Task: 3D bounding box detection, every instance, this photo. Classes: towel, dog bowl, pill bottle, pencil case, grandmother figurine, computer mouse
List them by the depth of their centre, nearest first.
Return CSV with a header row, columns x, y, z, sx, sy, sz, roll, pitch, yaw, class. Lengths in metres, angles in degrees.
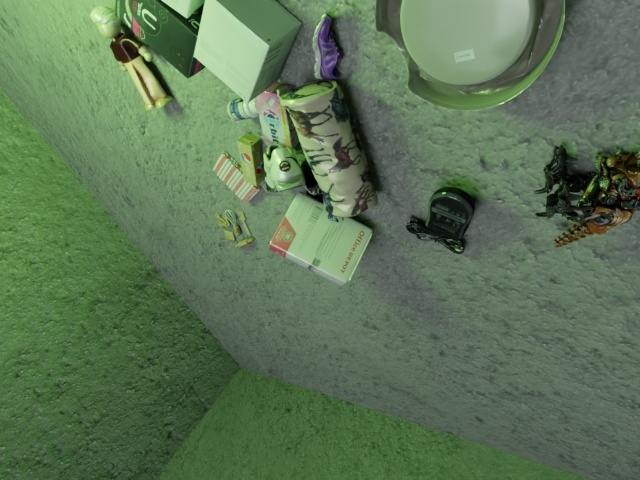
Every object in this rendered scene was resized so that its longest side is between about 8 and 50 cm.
x,y,z,sx,sy,sz,roll,pitch,yaw,class
0.282,-0.430,0.822,0.349,0.102,0.348,25,144,20,dog bowl
0.354,-0.074,1.210,0.189,0.072,0.272,27,157,13,computer mouse
0.025,-0.252,1.214,0.184,0.159,0.410,-5,129,25,pencil case
-0.228,-0.414,1.340,0.120,0.067,0.067,4,133,40,pill bottle
-0.641,-0.617,1.459,0.208,0.104,0.342,-2,133,33,grandmother figurine
-0.328,-0.242,1.673,0.197,0.029,0.144,46,145,-8,towel

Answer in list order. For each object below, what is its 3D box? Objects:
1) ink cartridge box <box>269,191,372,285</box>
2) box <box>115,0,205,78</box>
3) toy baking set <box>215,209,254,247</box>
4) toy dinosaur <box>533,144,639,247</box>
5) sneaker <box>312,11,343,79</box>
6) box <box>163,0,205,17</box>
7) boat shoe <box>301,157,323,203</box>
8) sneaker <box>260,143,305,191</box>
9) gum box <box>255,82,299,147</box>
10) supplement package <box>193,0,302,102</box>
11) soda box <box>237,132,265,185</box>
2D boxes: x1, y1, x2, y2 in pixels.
x,y,z,sx,sy,sz,roll,pitch,yaw,class
0.000,0.000,1.437,0.283,0.207,0.117,28,165,-1,ink cartridge box
-0.414,-0.623,1.200,0.270,0.143,0.165,40,147,-4,box
-0.388,-0.051,1.944,0.256,0.030,0.196,-11,122,49,toy baking set
0.592,-0.086,0.911,0.219,0.164,0.321,16,121,4,toy dinosaur
0.023,-0.475,1.060,0.071,0.068,0.169,12,149,11,sneaker
-0.368,-0.677,1.087,0.171,0.130,0.091,33,146,-9,box
-0.027,-0.189,1.410,0.084,0.079,0.233,25,147,18,boat shoe
-0.123,-0.234,1.369,0.330,0.123,0.146,-161,53,-75,sneaker
-0.125,-0.374,1.295,0.107,0.062,0.188,21,143,25,gum box
-0.192,-0.517,1.113,0.194,0.149,0.203,40,146,-3,supplement package
-0.242,-0.282,1.516,0.061,0.058,0.181,25,143,19,soda box
